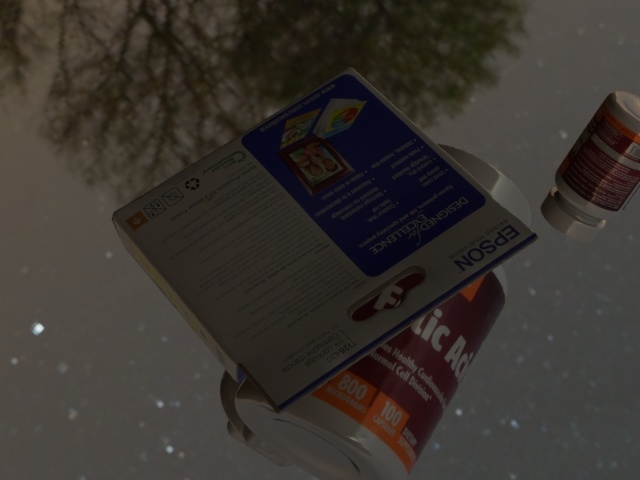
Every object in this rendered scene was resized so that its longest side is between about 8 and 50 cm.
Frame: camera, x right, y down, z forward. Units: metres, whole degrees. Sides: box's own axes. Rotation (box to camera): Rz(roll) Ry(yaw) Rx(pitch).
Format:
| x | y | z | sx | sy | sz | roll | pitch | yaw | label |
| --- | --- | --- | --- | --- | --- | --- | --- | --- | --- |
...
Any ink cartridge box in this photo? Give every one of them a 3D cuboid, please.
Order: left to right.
| x | y | z | sx | sy | sz | roll | pitch | yaw | label |
| --- | --- | --- | --- | --- | --- | --- | --- | --- | --- |
| 0.000 | 0.000 | 1.297 | 0.304 | 0.072 | 0.307 | -32 | -124 | -15 | ink cartridge box |

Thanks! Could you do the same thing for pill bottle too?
| x | y | z | sx | sy | sz | roll | pitch | yaw | label |
| --- | --- | --- | --- | --- | --- | --- | --- | --- | --- |
| 0.087 | 0.090 | 1.586 | 0.224 | 0.224 | 0.392 | -7 | -134 | 58 | pill bottle |
| 0.438 | -0.110 | 2.033 | 0.221 | 0.121 | 0.121 | -59 | -169 | 30 | pill bottle |

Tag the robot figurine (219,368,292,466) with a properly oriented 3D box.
| x | y | z | sx | sy | sz | roll | pitch | yaw | label |
| --- | --- | --- | --- | --- | --- | --- | --- | --- | --- |
| -0.020 | 0.170 | 1.867 | 0.353 | 0.200 | 0.300 | -63 | 177 | 40 | robot figurine |
